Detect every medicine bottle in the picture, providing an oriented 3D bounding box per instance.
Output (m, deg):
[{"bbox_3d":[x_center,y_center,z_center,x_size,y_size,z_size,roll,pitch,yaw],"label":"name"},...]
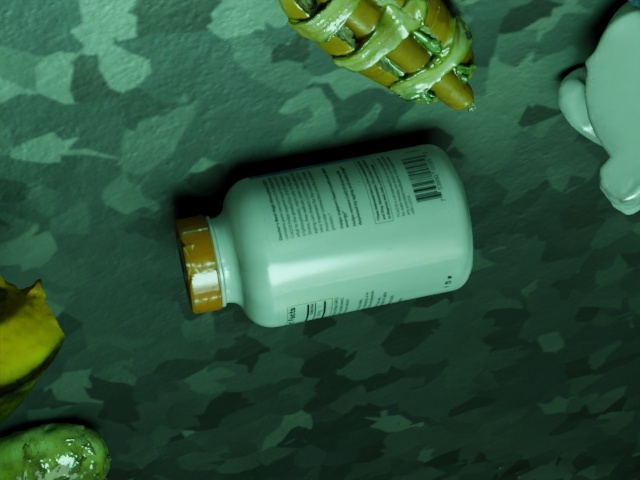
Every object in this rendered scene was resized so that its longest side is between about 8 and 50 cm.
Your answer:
[{"bbox_3d":[0.000,0.000,1.283,0.289,0.157,0.157,-11,143,-9],"label":"medicine bottle"}]

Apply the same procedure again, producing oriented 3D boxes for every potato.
[{"bbox_3d":[-0.373,0.288,1.554,0.225,0.090,0.117,-11,128,-5],"label":"potato"}]

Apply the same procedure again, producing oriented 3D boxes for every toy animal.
[{"bbox_3d":[0.388,-0.107,1.283,0.206,0.272,0.265,-61,156,9],"label":"toy animal"}]

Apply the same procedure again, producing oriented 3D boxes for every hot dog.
[{"bbox_3d":[0.064,-0.191,1.137,0.109,0.072,0.269,-34,140,24],"label":"hot dog"}]

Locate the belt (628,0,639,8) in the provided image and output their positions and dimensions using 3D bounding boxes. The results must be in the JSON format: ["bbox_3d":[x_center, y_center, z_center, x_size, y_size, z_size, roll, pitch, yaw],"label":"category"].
[{"bbox_3d":[0.335,-0.285,1.094,0.122,0.128,0.218,-45,156,-28],"label":"belt"}]

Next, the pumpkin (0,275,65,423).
[{"bbox_3d":[-0.408,0.070,1.114,0.256,0.303,0.225,-20,162,-47],"label":"pumpkin"}]
